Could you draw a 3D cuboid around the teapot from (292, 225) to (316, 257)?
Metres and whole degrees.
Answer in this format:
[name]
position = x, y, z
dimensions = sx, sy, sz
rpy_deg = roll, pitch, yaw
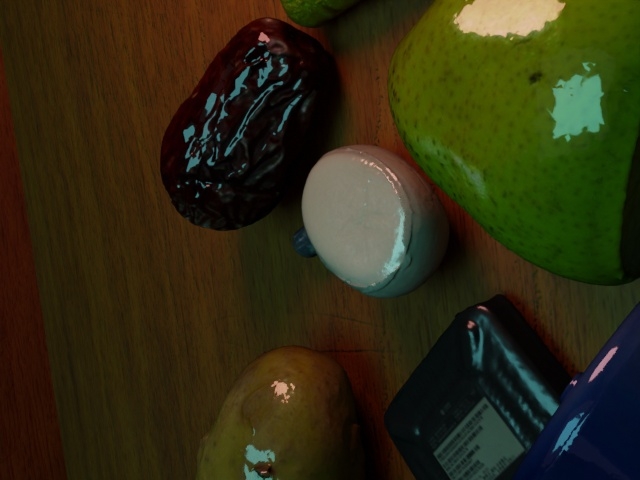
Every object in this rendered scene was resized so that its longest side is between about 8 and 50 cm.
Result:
[teapot]
position = -0.004, 0.000, 1.224
dimensions = 0.083, 0.049, 0.064
rpy_deg = -35, 70, 50

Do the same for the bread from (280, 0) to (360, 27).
[bread]
position = 0.050, -0.400, 1.006
dimensions = 0.383, 0.112, 0.166
rpy_deg = -15, 86, 52

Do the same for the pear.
[pear]
position = 0.202, -0.150, 0.772
dimensions = 0.318, 0.238, 0.343
rpy_deg = 25, 118, 38

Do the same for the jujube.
[jujube]
position = -0.113, -0.176, 1.218
dimensions = 0.216, 0.216, 0.342
rpy_deg = 57, 132, 27

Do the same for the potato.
[potato]
position = -0.043, 0.331, 1.261
dimensions = 0.397, 0.289, 0.296
rpy_deg = 76, -158, -70

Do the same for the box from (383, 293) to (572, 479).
[box]
position = 0.214, 0.253, 0.980
dimensions = 0.289, 0.073, 0.290
rpy_deg = 56, 137, 28

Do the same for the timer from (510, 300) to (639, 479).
[timer]
position = 0.378, 0.238, 0.662
dimensions = 0.383, 0.270, 0.270
rpy_deg = 36, 127, 23

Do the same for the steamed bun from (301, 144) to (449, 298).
[steamed bun]
position = 0.077, -0.028, 1.044
dimensions = 0.228, 0.130, 0.177
rpy_deg = 40, 118, 42
